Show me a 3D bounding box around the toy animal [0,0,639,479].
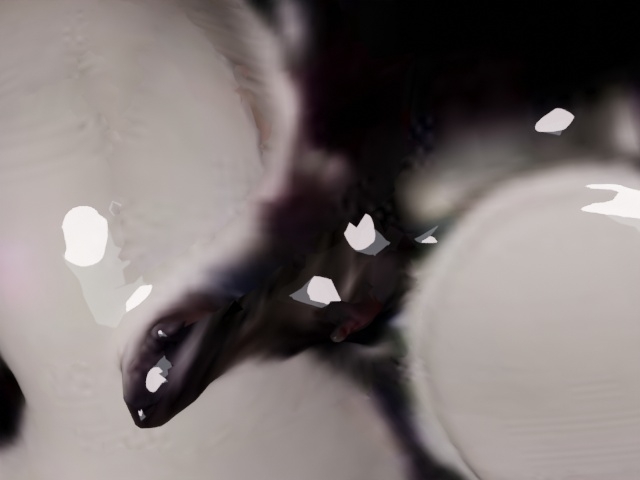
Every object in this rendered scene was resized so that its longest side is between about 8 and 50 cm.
[{"bbox_3d":[0.000,0.000,0.509,0.310,0.251,0.251,-11,116,13],"label":"toy animal"}]
